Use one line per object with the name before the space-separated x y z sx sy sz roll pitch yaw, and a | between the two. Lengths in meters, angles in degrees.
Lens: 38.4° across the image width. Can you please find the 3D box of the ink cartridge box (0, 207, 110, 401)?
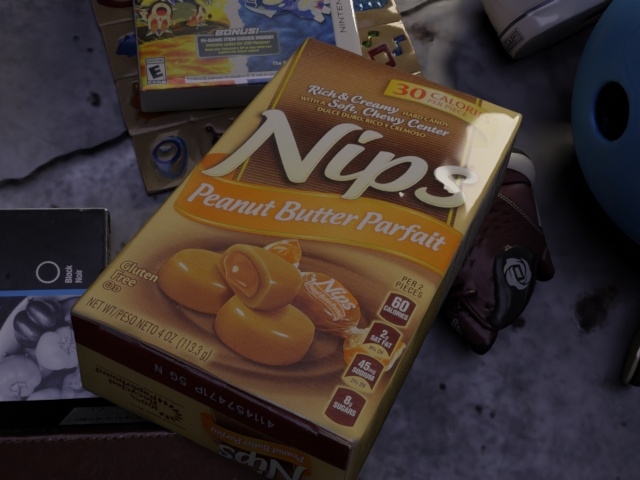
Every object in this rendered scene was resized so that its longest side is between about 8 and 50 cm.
ink cartridge box | -0.274 0.075 0.738 0.208 0.045 0.206 -2 73 -8

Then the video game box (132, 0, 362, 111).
video game box | -0.071 -0.217 0.852 0.205 0.048 0.187 -6 70 -10

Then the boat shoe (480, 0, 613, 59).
boat shoe | 0.278 -0.273 0.910 0.267 0.096 0.088 -29 82 -7

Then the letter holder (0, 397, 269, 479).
letter holder | -0.180 0.223 0.624 0.301 0.152 0.215 0 88 -9

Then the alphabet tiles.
alphabet tiles | -0.054 -0.179 0.872 0.285 0.011 0.343 -15 75 -12

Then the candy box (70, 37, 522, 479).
candy box | 0.000 0.000 0.627 0.182 0.088 0.316 23 50 12

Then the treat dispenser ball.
treat dispenser ball | 0.356 -0.110 0.759 0.288 0.288 0.288 2 71 -7

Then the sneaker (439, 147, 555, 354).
sneaker | 0.078 0.028 0.773 0.281 0.106 0.163 -16 77 -13

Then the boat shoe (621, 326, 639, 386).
boat shoe | 0.306 0.075 0.816 0.042 0.049 0.133 29 66 11
